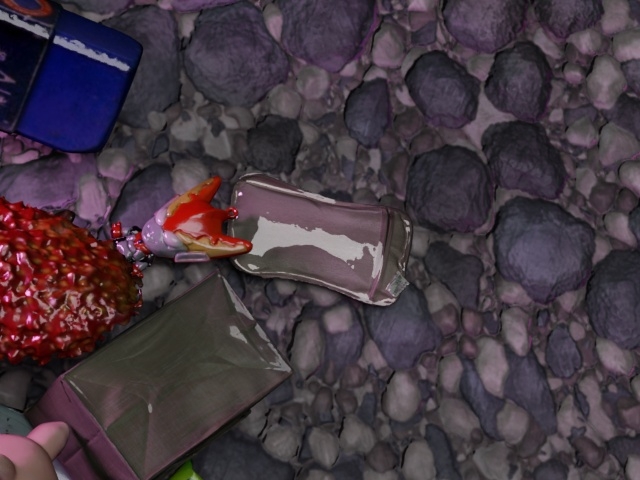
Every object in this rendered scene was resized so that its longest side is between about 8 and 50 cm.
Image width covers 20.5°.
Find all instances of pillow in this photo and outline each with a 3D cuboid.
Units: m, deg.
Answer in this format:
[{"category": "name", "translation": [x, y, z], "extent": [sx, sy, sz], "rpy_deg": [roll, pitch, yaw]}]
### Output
[{"category": "pillow", "translation": [0.000, 0.000, 2.120], "extent": [0.232, 0.038, 0.131], "rpy_deg": [13, 73, -13]}]

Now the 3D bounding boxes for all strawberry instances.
[{"category": "strawberry", "translation": [-0.344, 0.021, 1.885], "extent": [0.306, 0.138, 0.233], "rpy_deg": [-8, 45, 14]}]

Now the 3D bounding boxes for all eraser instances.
[{"category": "eraser", "translation": [-0.380, -0.213, 2.004], "extent": [0.332, 0.155, 0.101], "rpy_deg": [22, 26, -10]}]

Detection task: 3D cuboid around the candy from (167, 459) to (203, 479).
[{"category": "candy", "translation": [-0.175, 0.333, 1.965], "extent": [0.178, 0.032, 0.102], "rpy_deg": [-42, 89, -23]}]

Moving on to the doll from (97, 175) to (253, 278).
[{"category": "doll", "translation": [-0.174, -0.005, 2.060], "extent": [0.169, 0.057, 0.109], "rpy_deg": [-22, 64, -9]}]

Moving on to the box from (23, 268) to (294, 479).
[{"category": "box", "translation": [-0.175, 0.170, 1.933], "extent": [0.231, 0.149, 0.155], "rpy_deg": [-33, 85, -33]}]

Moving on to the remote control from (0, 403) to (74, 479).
[{"category": "remote control", "translation": [-0.335, 0.231, 1.940], "extent": [0.256, 0.045, 0.097], "rpy_deg": [21, 67, -14]}]

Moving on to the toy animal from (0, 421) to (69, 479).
[{"category": "toy animal", "translation": [-0.369, 0.292, 1.817], "extent": [0.250, 0.166, 0.154], "rpy_deg": [-41, 100, 18]}]
